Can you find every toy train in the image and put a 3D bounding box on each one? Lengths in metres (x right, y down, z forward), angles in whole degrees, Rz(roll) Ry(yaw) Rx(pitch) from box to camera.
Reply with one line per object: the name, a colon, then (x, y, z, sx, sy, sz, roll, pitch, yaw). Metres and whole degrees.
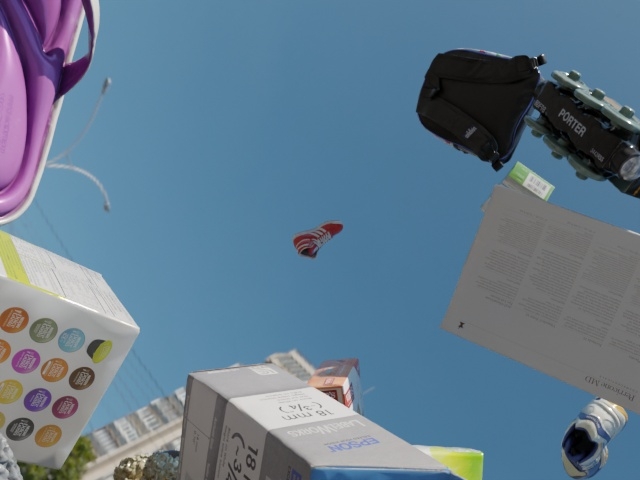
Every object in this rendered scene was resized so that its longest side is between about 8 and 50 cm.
toy train: (0.511, -0.193, 1.200, 0.142, 0.190, 0.334, -62, -156, 26)

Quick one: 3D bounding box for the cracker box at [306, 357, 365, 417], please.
cracker box: (0.033, 0.317, 1.039, 0.067, 0.155, 0.232, -7, -86, 12)

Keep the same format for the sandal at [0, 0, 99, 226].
sandal: (-0.266, -0.214, 0.604, 0.102, 0.169, 0.417, 6, -90, 30)

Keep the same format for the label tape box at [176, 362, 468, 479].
label tape box: (-0.011, 0.269, 0.557, 0.333, 0.105, 0.241, 14, -81, 53)

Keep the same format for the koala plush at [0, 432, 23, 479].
koala plush: (-0.272, 0.081, 0.238, 0.196, 0.221, 0.203, 5, -62, 38)

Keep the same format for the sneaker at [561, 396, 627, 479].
sneaker: (0.608, 0.482, 1.556, 0.112, 0.131, 0.297, 42, -34, 38)

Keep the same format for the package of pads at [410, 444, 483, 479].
package of pads: (0.266, 0.634, 1.542, 0.101, 0.229, 0.297, -13, -113, 54)

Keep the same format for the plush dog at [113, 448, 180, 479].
plush dog: (-0.355, 0.509, 1.205, 0.262, 0.225, 0.211, -29, -109, 53)

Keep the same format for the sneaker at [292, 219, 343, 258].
sneaker: (0.000, 0.000, 1.446, 0.067, 0.118, 0.042, -108, 177, -48)

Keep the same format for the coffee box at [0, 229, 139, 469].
coffee box: (-0.638, 0.208, 1.372, 0.338, 0.334, 0.338, 30, -91, 53)

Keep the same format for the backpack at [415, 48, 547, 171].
backpack: (0.374, -0.332, 1.583, 0.263, 0.213, 0.277, 26, -82, 17)

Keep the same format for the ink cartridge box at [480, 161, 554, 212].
ink cartridge box: (0.471, -0.089, 1.634, 0.109, 0.062, 0.209, 36, -31, 6)

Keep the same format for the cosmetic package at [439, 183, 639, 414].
cosmetic package: (0.440, 0.096, 1.170, 0.377, 0.097, 0.285, 23, -80, 18)
